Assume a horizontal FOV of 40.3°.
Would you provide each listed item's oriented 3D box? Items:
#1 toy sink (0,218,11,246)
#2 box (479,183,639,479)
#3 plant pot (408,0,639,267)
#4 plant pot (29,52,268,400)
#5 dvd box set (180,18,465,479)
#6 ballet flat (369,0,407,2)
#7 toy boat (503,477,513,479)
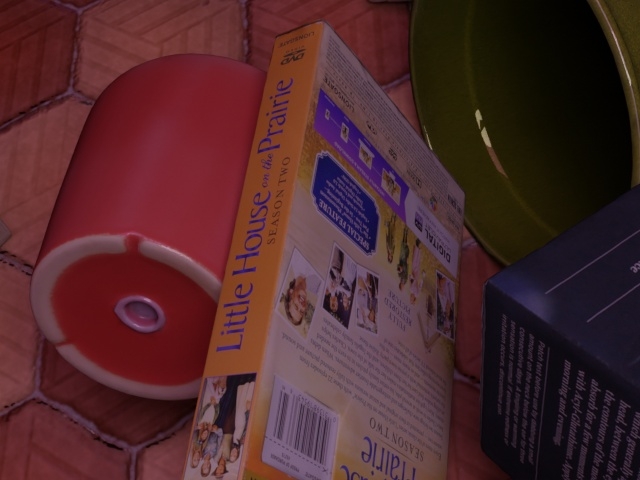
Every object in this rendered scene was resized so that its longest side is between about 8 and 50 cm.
[{"bbox_3d":[-0.495,0.003,0.958,0.153,0.131,0.234,37,72,20],"label":"toy sink"},{"bbox_3d":[0.353,0.131,0.614,0.293,0.212,0.395,-30,45,-24],"label":"box"},{"bbox_3d":[0.335,-0.180,0.907,0.353,0.366,0.366,-20,63,-19],"label":"plant pot"},{"bbox_3d":[-0.132,-0.004,0.821,0.275,0.275,0.243,7,39,7],"label":"plant pot"},{"bbox_3d":[0.032,0.061,0.780,0.062,0.307,0.420,-11,56,32],"label":"dvd box set"},{"bbox_3d":[0.070,-0.364,1.148,0.247,0.083,0.087,43,97,21],"label":"ballet flat"},{"bbox_3d":[0.189,0.314,0.733,0.151,0.151,0.231,20,64,-14],"label":"toy boat"}]
